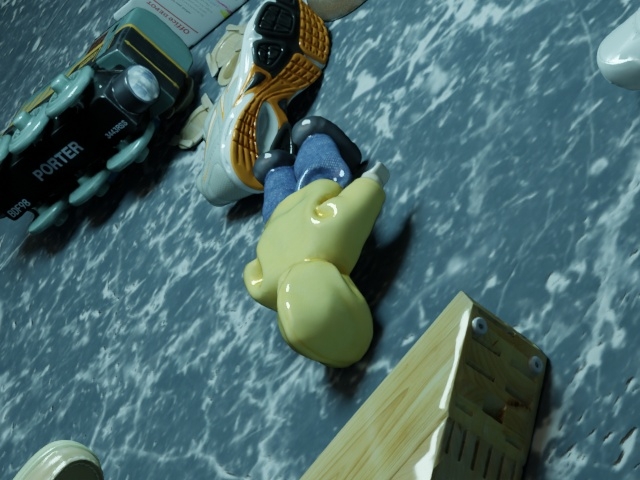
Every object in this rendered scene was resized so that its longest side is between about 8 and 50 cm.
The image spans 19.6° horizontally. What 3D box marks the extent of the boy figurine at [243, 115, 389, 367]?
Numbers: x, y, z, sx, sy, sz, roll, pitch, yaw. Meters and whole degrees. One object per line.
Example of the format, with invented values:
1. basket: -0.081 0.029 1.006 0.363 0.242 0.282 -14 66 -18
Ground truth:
1. boy figurine: 0.000 0.000 1.694 0.177 0.092 0.285 -41 31 22

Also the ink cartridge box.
1. ink cartridge box: -0.157 -0.313 2.264 0.181 0.104 0.061 -36 33 31

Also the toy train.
1. toy train: -0.290 -0.141 2.225 0.334 0.142 0.190 -33 24 41

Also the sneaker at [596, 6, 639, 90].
1. sneaker: 0.295 -0.207 1.441 0.232 0.115 0.090 -35 33 32

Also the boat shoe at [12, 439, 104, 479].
1. boat shoe: -0.268 0.336 1.723 0.098 0.109 0.302 8 72 53

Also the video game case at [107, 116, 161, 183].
1. video game case: -0.256 -0.137 2.317 0.119 0.015 0.166 -50 28 10

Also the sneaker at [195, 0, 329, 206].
1. sneaker: -0.076 -0.152 1.978 0.121 0.099 0.262 -27 37 48

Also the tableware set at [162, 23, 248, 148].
1. tableware set: -0.131 -0.184 2.173 0.169 0.020 0.141 -51 28 6

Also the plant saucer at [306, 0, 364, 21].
1. plant saucer: 0.037 -0.320 2.057 0.168 0.029 0.168 -38 33 30

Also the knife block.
1. knife block: 0.039 0.196 1.417 0.242 0.088 0.276 -21 43 45
